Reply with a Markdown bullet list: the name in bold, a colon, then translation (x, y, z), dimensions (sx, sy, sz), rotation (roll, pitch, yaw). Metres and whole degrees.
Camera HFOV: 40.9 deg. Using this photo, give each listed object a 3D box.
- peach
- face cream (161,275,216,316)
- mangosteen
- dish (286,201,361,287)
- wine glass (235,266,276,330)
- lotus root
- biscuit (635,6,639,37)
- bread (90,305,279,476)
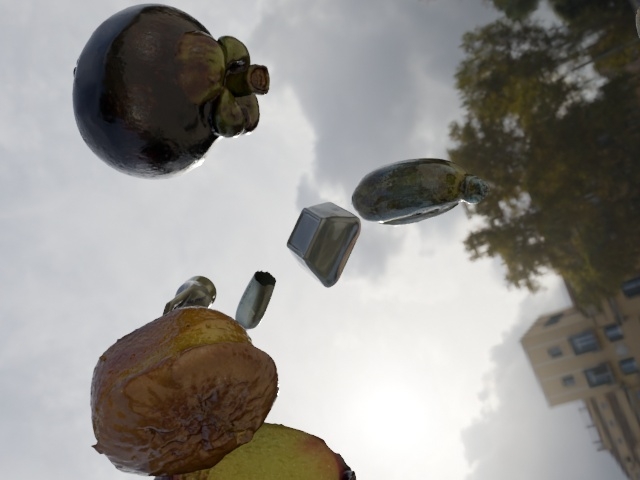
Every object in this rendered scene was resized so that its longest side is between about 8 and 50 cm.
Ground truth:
- **peach**: translation (-0.129, 0.531, 1.599), dimensions (0.406, 0.310, 0.335), rotation (-1, -147, -38)
- **face cream**: translation (-0.258, 0.132, 1.586), dimensions (0.070, 0.114, 0.224), rotation (23, -162, 4)
- **mangosteen**: translation (-0.256, -0.245, 1.440), dimensions (0.314, 0.297, 0.296), rotation (2, -115, -24)
- **dish**: translation (0.000, 0.000, 1.705), dimensions (0.064, 0.234, 0.154), rotation (23, -86, -24)
- **wine glass**: translation (-0.159, 0.170, 1.820), dimensions (0.074, 0.262, 0.074), rotation (19, -150, -12)
- **lotus root**: translation (0.220, -0.119, 1.906), dimensions (0.158, 0.322, 0.139), rotation (16, -113, -54)
- **biscuit**: translation (0.551, -0.317, 1.358), dimensions (0.152, 0.020, 0.152), rotation (15, -119, -29)
- **bread**: translation (-0.218, 0.249, 1.387), dimensions (0.312, 0.312, 0.172), rotation (29, -159, -44)
